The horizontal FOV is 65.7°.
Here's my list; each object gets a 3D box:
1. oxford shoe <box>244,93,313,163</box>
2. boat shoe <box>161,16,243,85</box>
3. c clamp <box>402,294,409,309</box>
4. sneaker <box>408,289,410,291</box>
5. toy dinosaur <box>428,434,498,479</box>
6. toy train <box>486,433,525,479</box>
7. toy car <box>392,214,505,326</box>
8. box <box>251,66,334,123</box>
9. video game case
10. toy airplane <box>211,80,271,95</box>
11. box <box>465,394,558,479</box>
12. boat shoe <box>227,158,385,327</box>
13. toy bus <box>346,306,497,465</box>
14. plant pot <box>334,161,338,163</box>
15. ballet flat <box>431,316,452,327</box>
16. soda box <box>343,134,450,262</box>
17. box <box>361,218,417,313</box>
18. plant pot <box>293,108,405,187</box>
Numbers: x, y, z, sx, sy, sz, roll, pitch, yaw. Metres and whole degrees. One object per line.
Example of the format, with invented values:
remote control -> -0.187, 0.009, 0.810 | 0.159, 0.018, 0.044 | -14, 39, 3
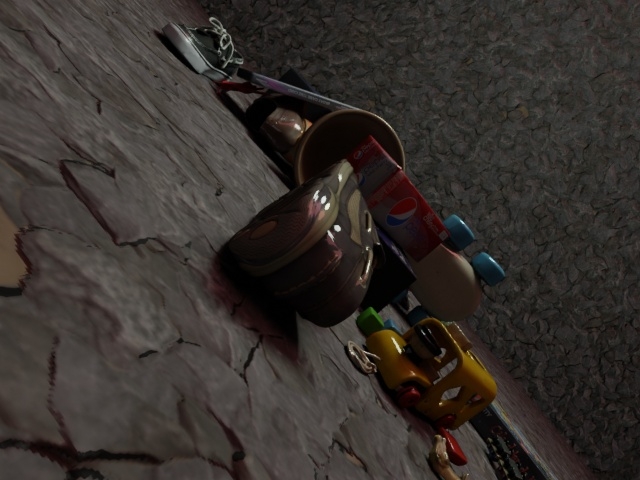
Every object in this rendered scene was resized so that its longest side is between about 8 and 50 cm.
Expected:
oxford shoe -> -0.113, -0.309, 1.199 | 0.132, 0.130, 0.364 | 31, 13, -29
boat shoe -> -0.244, -0.429, 1.105 | 0.113, 0.105, 0.306 | 50, 9, 6
c clamp -> 0.193, 0.102, 1.229 | 0.160, 0.022, 0.137 | -43, 114, -79
sneaker -> 0.222, 0.073, 1.418 | 0.170, 0.063, 0.075 | 44, 16, -7
toy dinosaur -> 0.162, 0.272, 0.464 | 0.092, 0.053, 0.183 | 24, 15, -34
toy train -> 0.273, 0.335, 0.714 | 0.027, 0.036, 0.158 | 26, 13, -4
toy car -> 0.252, 0.064, 1.135 | 0.210, 0.219, 0.238 | 48, 6, -9
box -> -0.009, -0.305, 1.484 | 0.294, 0.182, 0.296 | 54, 10, 30
video game case -> -0.051, -0.349, 1.171 | 0.274, 0.026, 0.196 | 13, 17, -23
toy airplane -> -0.190, -0.353, 1.141 | 0.151, 0.028, 0.151 | 5, 19, -2
box -> 0.345, 0.371, 0.880 | 0.233, 0.044, 0.159 | 54, 10, 23
boat shoe -> 0.000, 0.000, 0.571 | 0.130, 0.132, 0.355 | 58, 17, -8
toy bus -> 0.139, 0.150, 0.613 | 0.191, 0.104, 0.202 | 50, 9, 3
plant pot -> 0.051, -0.192, 1.209 | 0.205, 0.205, 0.188 | 46, -2, -19
ballet flat -> 0.315, 0.209, 1.368 | 0.070, 0.070, 0.188 | 49, 8, -1
soda box -> 0.128, -0.060, 0.841 | 0.263, 0.083, 0.092 | 38, 15, -53
box -> 0.063, -0.001, 0.878 | 0.184, 0.103, 0.261 | 46, 10, -6
plant pot -> 0.051, -0.158, 1.058 | 0.237, 0.237, 0.110 | 46, -1, -21
